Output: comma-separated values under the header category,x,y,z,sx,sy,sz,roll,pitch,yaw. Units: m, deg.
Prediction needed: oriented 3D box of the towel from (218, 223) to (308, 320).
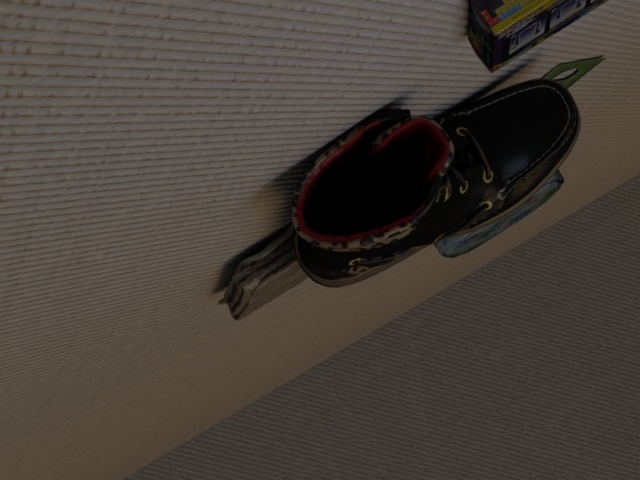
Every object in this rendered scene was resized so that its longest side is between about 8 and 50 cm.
category,x,y,z,sx,sy,sz,roll,pitch,yaw
towel,0.000,0.000,2.006,0.282,0.049,0.187,-31,172,-17

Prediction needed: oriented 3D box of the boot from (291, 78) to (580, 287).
category,x,y,z,sx,sy,sz,roll,pitch,yaw
boot,0.128,-0.080,1.765,0.377,0.138,0.284,-28,171,1

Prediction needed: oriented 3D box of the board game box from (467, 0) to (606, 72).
category,x,y,z,sx,sy,sz,roll,pitch,yaw
board game box,0.221,-0.237,1.501,0.170,0.048,0.141,-32,169,-1

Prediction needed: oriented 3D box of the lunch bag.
category,x,y,z,sx,sy,sz,roll,pitch,yaw
lunch bag,0.262,-0.063,2.425,0.219,0.090,0.176,-35,172,14

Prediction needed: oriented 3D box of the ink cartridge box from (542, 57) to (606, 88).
category,x,y,z,sx,sy,sz,roll,pitch,yaw
ink cartridge box,0.275,-0.152,2.121,0.235,0.056,0.171,-36,170,31
